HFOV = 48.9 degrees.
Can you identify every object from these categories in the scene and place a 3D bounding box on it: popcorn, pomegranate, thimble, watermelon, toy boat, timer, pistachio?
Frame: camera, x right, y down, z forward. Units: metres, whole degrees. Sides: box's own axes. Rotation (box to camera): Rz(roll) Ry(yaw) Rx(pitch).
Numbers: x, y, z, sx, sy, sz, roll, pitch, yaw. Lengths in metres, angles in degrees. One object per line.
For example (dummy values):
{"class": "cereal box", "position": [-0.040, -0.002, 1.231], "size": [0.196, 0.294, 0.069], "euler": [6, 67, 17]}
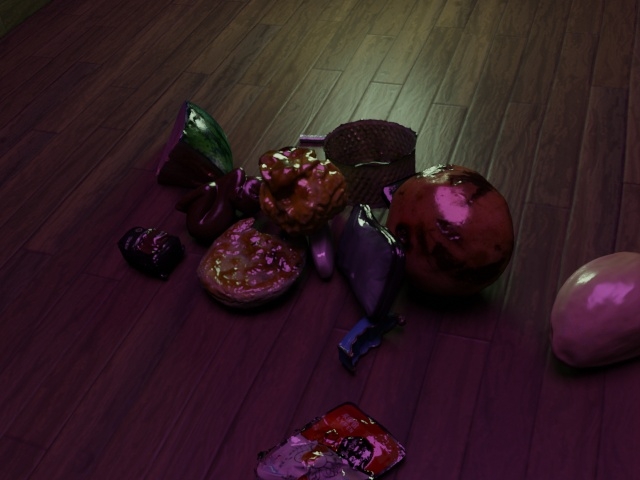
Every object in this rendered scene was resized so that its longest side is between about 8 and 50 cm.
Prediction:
{"class": "popcorn", "position": [-0.061, -0.135, 1.768], "size": [0.206, 0.237, 0.251], "euler": [-44, 87, -12]}
{"class": "pomegranate", "position": [0.301, -0.020, 1.664], "size": [0.322, 0.322, 0.322], "euler": [-4, 43, 4]}
{"class": "thimble", "position": [0.144, -0.220, 1.993], "size": [0.271, 0.150, 0.271], "euler": [-5, 37, 4]}
{"class": "watermelon", "position": [-0.362, -0.280, 2.165], "size": [0.222, 0.319, 0.292], "euler": [25, 49, -15]}
{"class": "toy boat", "position": [0.118, 0.221, 1.596], "size": [0.077, 0.075, 0.185], "euler": [23, 46, 32]}
{"class": "timer", "position": [0.260, -0.081, 1.872], "size": [0.144, 0.055, 0.187], "euler": [-22, 72, -16]}
{"class": "pistachio", "position": [0.626, 0.154, 1.517], "size": [0.332, 0.208, 0.226], "euler": [-28, 90, -11]}

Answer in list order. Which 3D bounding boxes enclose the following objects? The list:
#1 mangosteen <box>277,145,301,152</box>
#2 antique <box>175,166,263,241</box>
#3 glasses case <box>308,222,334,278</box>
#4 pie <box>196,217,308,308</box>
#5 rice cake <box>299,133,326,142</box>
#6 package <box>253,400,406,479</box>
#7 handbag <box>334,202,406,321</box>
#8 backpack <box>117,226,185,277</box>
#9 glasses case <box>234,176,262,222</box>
{"class": "mangosteen", "position": [-0.074, -0.185, 2.011], "size": [0.156, 0.181, 0.146], "euler": [-53, 49, 15]}
{"class": "antique", "position": [-0.260, -0.096, 1.923], "size": [0.257, 0.121, 0.143], "euler": [-29, 76, 3]}
{"class": "glasses case", "position": [0.000, 0.000, 1.840], "size": [0.059, 0.092, 0.233], "euler": [-13, 43, 5]}
{"class": "pie", "position": [-0.175, 0.052, 1.797], "size": [0.303, 0.067, 0.302], "euler": [-4, 43, 4]}
{"class": "rice cake", "position": [-0.008, -0.324, 2.241], "size": [0.121, 0.021, 0.022], "euler": [4, 54, 12]}
{"class": "package", "position": [0.011, 0.433, 1.400], "size": [0.269, 0.071, 0.194], "euler": [-20, 45, -32]}
{"class": "handbag", "position": [0.108, 0.042, 1.668], "size": [0.075, 0.191, 0.332], "euler": [9, 21, -20]}
{"class": "backpack", "position": [-0.459, 0.021, 1.875], "size": [0.165, 0.106, 0.120], "euler": [15, 52, 19]}
{"class": "glasses case", "position": [-0.191, -0.124, 2.038], "size": [0.072, 0.042, 0.190], "euler": [34, 56, 26]}
